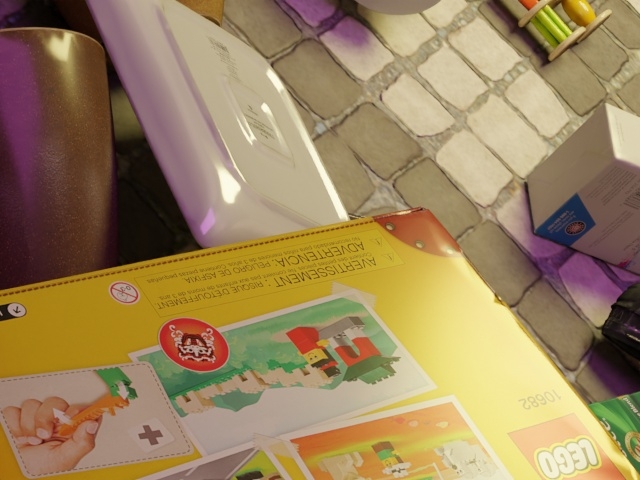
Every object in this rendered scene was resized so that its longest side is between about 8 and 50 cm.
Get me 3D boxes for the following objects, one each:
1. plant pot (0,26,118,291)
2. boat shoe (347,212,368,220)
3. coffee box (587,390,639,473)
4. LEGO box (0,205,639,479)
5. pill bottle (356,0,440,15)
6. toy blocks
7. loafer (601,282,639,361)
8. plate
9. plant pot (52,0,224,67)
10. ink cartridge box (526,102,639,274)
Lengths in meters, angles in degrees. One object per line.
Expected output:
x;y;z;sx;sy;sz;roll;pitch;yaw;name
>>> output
-0.236;-0.009;1.476;0.215;0.215;0.230;-5;73;-42;plant pot
0.000;0.000;1.748;0.206;0.065;0.075;-1;57;-40;boat shoe
0.274;0.203;1.822;0.184;0.040;0.113;-6;61;-43;coffee box
-0.043;0.201;1.344;0.500;0.193;0.372;-11;51;-37;LEGO box
0.097;-0.372;2.069;0.169;0.169;0.301;31;42;-16;pill bottle
0.242;-0.280;2.198;0.148;0.054;0.123;49;40;6;toy blocks
0.363;0.138;1.939;0.223;0.076;0.078;45;75;-10;loafer
-0.065;-0.086;1.599;0.277;0.045;0.278;25;35;-59;plate
-0.178;-0.291;1.754;0.237;0.237;0.254;-3;73;-41;plant pot
0.342;-0.036;2.012;0.231;0.134;0.078;20;45;-27;ink cartridge box
